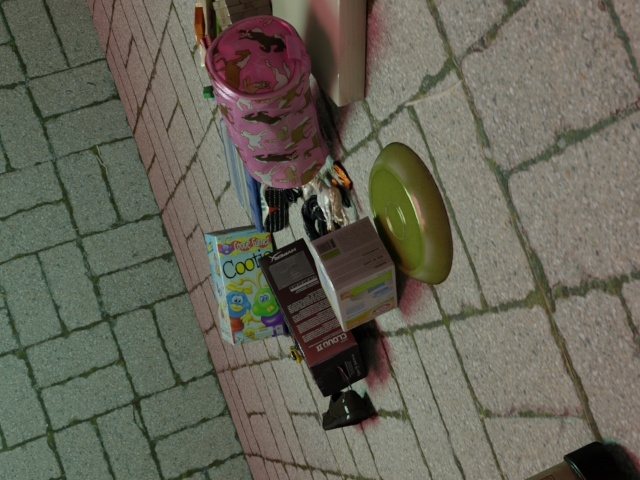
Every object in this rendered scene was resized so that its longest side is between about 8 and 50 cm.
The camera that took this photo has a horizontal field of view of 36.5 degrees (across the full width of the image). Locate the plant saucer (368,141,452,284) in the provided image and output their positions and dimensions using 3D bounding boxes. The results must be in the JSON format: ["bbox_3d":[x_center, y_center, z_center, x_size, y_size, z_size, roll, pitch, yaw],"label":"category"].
[{"bbox_3d":[0.134,-0.037,1.560,0.241,0.037,0.241,162,90,-72],"label":"plant saucer"}]

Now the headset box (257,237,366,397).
[{"bbox_3d":[-0.008,0.175,2.002,0.293,0.110,0.218,63,176,27],"label":"headset box"}]

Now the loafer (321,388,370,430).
[{"bbox_3d":[0.055,0.374,2.165,0.220,0.080,0.078,136,124,-65],"label":"loafer"}]

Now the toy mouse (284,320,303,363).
[{"bbox_3d":[-0.062,0.243,2.433,0.161,0.031,0.143,-144,39,-61],"label":"toy mouse"}]

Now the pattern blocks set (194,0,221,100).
[{"bbox_3d":[-0.246,-0.464,2.097,0.285,0.026,0.325,-8,-84,-87],"label":"pattern blocks set"}]

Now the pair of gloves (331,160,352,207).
[{"bbox_3d":[0.038,-0.104,1.821,0.083,0.010,0.074,92,153,-50],"label":"pair of gloves"}]

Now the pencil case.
[{"bbox_3d":[-0.084,-0.228,1.681,0.160,0.167,0.386,45,171,19],"label":"pencil case"}]

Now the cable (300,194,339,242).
[{"bbox_3d":[0.000,0.000,1.978,0.150,0.047,0.184,49,153,47],"label":"cable"}]

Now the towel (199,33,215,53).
[{"bbox_3d":[-0.181,-0.303,2.045,0.275,0.031,0.199,32,-140,-77],"label":"towel"}]

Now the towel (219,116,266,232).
[{"bbox_3d":[-0.185,-0.162,2.349,0.285,0.034,0.209,-126,23,-57],"label":"towel"}]

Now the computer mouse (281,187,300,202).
[{"bbox_3d":[-0.123,-0.153,2.111,0.106,0.042,0.193,40,-177,-43],"label":"computer mouse"}]

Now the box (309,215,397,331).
[{"bbox_3d":[0.062,0.062,1.686,0.203,0.114,0.103,78,167,-64],"label":"box"}]

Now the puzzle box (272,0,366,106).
[{"bbox_3d":[-0.007,-0.452,1.539,0.409,0.052,0.272,90,155,-45],"label":"puzzle box"}]

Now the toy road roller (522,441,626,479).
[{"bbox_3d":[0.334,0.436,1.194,0.329,0.202,0.241,-120,8,-46],"label":"toy road roller"}]

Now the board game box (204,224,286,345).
[{"bbox_3d":[-0.190,0.108,2.444,0.144,0.142,0.275,-169,69,-72],"label":"board game box"}]

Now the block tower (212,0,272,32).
[{"bbox_3d":[-0.118,-0.323,1.937,0.097,0.091,0.335,-157,50,-68],"label":"block tower"}]

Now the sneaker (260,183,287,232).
[{"bbox_3d":[-0.108,-0.090,2.223,0.161,0.057,0.075,89,172,-48],"label":"sneaker"}]

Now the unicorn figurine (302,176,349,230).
[{"bbox_3d":[0.010,-0.074,1.849,0.162,0.060,0.111,-10,101,63],"label":"unicorn figurine"}]
